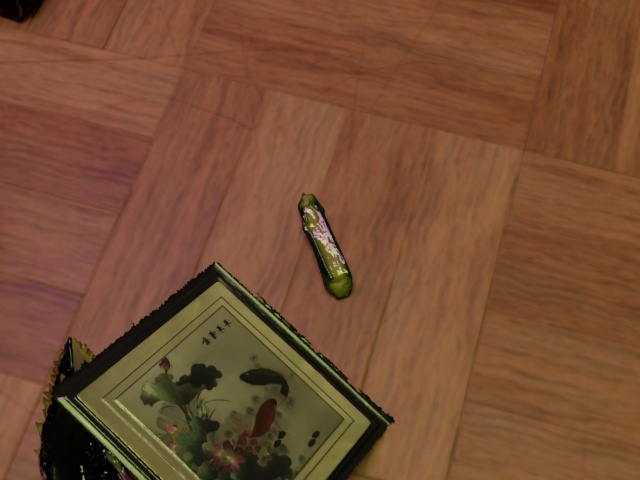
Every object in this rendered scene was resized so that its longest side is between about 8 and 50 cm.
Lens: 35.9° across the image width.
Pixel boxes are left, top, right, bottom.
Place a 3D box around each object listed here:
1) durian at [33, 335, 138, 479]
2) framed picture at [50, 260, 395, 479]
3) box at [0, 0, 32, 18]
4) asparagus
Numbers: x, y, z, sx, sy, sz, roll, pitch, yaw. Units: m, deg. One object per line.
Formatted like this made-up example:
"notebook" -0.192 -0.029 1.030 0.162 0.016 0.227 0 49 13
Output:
"durian" -0.134 0.172 0.738 0.108 0.119 0.187 -8 57 -46
"framed picture" -0.064 0.123 0.728 0.199 0.010 0.195 42 42 6
"box" -0.437 -0.406 1.016 0.415 0.116 0.264 17 62 9
"asparagus" 0.001 0.000 0.855 0.025 0.021 0.108 -18 64 -8
